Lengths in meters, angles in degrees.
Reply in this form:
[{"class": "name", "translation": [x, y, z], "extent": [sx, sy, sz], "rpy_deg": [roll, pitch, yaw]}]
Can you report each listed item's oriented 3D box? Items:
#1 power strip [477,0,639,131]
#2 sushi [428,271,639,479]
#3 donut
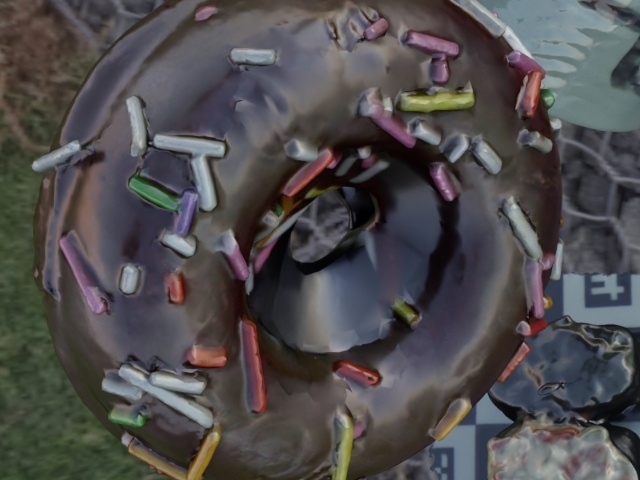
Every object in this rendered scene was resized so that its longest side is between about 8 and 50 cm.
[{"class": "power strip", "translation": [0.161, -0.236, 1.122], "extent": [0.357, 0.357, 0.161], "rpy_deg": [46, 119, 17]}, {"class": "sushi", "translation": [0.209, 0.199, 1.385], "extent": [0.296, 0.100, 0.373], "rpy_deg": [-1, 77, 25]}, {"class": "donut", "translation": [0.000, 0.000, 0.712], "extent": [0.103, 0.269, 0.270], "rpy_deg": [37, 106, 54]}]
